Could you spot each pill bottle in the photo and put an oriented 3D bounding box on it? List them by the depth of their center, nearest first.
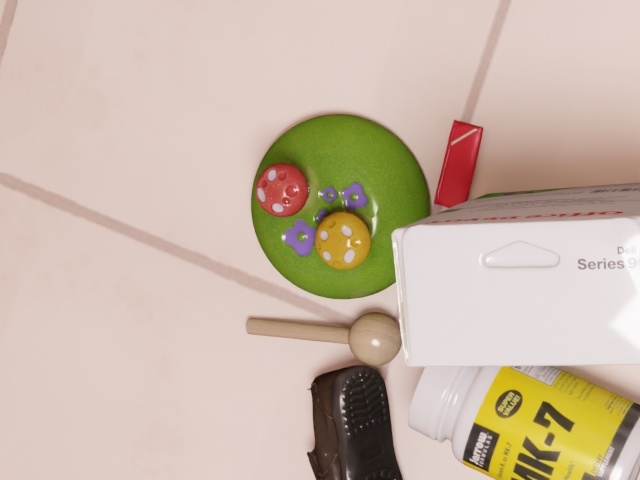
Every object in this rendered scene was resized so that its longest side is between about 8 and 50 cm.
[{"bbox_3d":[0.195,0.171,1.598,0.209,0.119,0.119,23,105,17],"label":"pill bottle"}]

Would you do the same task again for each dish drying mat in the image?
[{"bbox_3d":[0.131,-0.071,1.646,0.032,0.008,0.083,16,103,17],"label":"dish drying mat"}]

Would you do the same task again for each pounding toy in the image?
[{"bbox_3d":[0.000,0.000,1.651,0.183,0.110,0.236,10,101,19],"label":"pounding toy"}]

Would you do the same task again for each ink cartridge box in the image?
[{"bbox_3d":[0.204,0.025,1.481,0.211,0.289,0.121,-3,96,21],"label":"ink cartridge box"}]

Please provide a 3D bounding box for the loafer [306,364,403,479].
[{"bbox_3d":[0.031,0.225,1.700,0.078,0.080,0.220,10,105,53],"label":"loafer"}]
